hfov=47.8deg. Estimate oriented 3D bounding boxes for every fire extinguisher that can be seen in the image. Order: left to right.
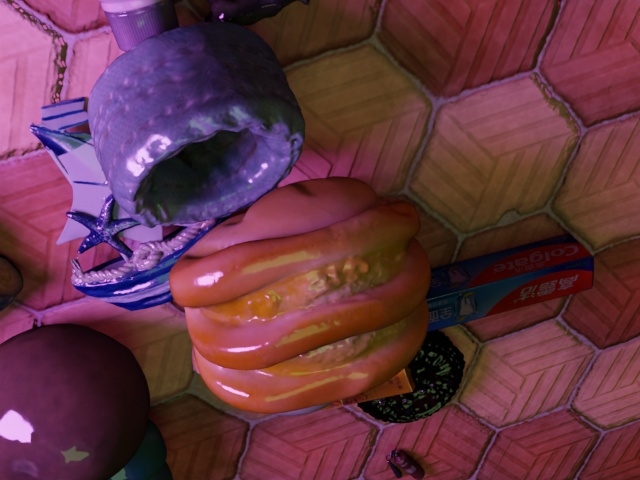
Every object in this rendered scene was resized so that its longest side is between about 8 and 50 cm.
[{"bbox_3d":[0.143,0.401,1.295,0.046,0.032,0.100,-16,132,39],"label":"fire extinguisher"}]

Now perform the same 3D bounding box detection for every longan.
[{"bbox_3d":[-0.338,0.221,0.929,0.248,0.248,0.248,-6,123,-10],"label":"longan"}]

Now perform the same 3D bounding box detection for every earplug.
[{"bbox_3d":[-0.347,0.365,1.101,0.258,0.164,0.280,21,106,16],"label":"earplug"}]

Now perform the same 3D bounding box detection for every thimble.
[{"bbox_3d":[-0.138,-0.117,0.790,0.235,0.143,0.198,-28,155,9],"label":"thimble"}]

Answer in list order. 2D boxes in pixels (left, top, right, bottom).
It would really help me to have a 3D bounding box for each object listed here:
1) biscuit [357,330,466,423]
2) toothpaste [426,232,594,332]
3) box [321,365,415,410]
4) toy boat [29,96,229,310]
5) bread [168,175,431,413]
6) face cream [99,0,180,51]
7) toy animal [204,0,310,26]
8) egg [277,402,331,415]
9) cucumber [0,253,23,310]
[{"bbox_3d":[0.136,0.216,1.156,0.195,0.053,0.194,-6,122,-10],"label":"biscuit"},{"bbox_3d":[0.240,0.069,1.076,0.321,0.076,0.066,-15,121,-5],"label":"toothpaste"},{"bbox_3d":[0.057,0.203,1.098,0.156,0.022,0.089,-15,97,22],"label":"box"},{"bbox_3d":[-0.263,-0.025,0.907,0.292,0.070,0.210,37,102,-26],"label":"toy boat"},{"bbox_3d":[-0.007,0.066,0.847,0.316,0.211,0.270,-17,140,-19],"label":"bread"},{"bbox_3d":[-0.207,-0.310,0.723,0.092,0.092,0.311,-16,123,-4],"label":"face cream"},{"bbox_3d":[-0.062,-0.269,0.799,0.136,0.065,0.047,-23,126,-14],"label":"toy animal"},{"bbox_3d":[-0.046,0.174,1.029,0.193,0.149,0.149,2,121,-7],"label":"egg"},{"bbox_3d":[-0.477,0.102,0.937,0.211,0.062,0.078,-38,78,18],"label":"cucumber"}]
